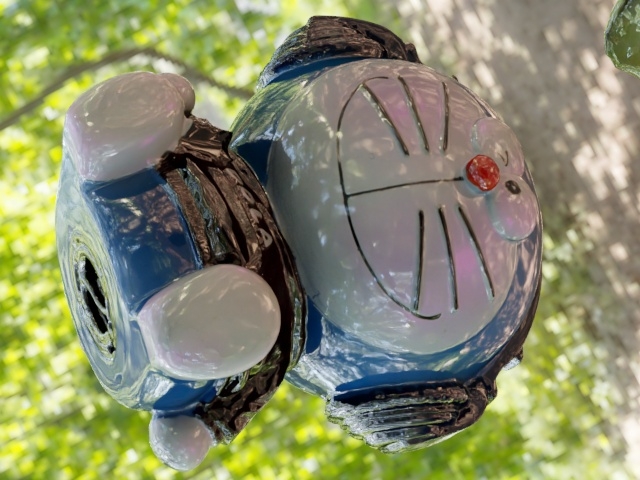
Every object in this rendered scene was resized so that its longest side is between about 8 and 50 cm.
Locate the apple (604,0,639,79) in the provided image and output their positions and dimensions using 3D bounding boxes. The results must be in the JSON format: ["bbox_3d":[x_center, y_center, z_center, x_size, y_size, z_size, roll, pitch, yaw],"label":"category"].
[{"bbox_3d":[0.251,-0.137,0.577,0.193,0.265,0.120,32,-159,-4],"label":"apple"}]

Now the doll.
[{"bbox_3d":[0.000,0.000,0.987,0.240,0.310,0.284,-39,68,63],"label":"doll"}]
